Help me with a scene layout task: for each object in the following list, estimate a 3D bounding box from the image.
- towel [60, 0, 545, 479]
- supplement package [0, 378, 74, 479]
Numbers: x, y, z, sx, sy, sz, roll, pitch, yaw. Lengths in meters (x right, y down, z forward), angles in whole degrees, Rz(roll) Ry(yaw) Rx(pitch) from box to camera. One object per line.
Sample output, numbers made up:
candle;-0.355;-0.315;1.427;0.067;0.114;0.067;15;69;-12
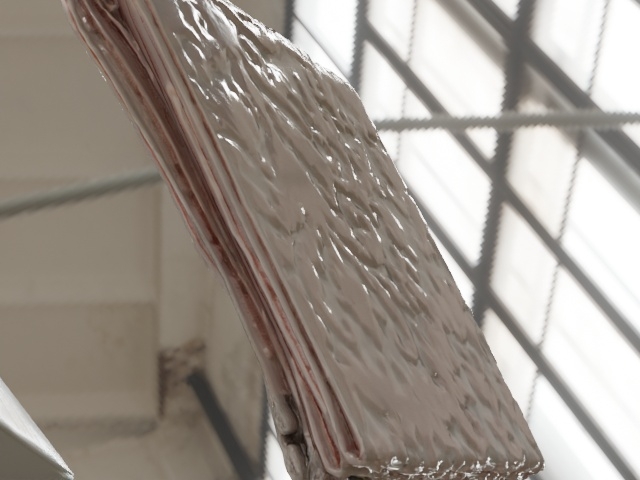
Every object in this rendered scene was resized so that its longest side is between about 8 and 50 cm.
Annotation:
towel;0.000;0.000;0.900;0.053;0.317;0.332;-31;-19;15
supplement package;-0.311;0.089;0.875;0.199;0.198;0.262;-41;-31;-4
